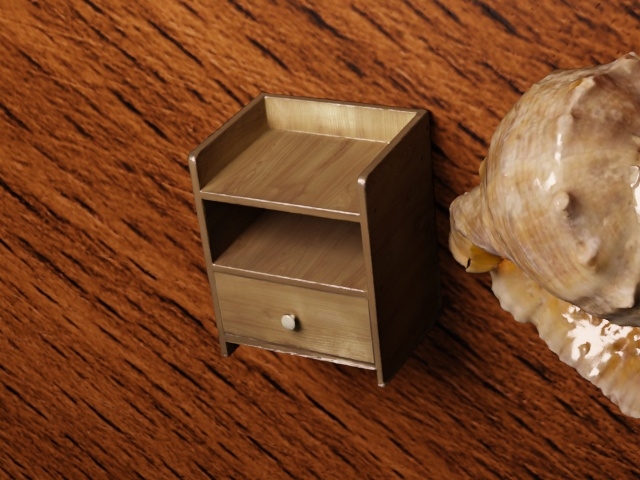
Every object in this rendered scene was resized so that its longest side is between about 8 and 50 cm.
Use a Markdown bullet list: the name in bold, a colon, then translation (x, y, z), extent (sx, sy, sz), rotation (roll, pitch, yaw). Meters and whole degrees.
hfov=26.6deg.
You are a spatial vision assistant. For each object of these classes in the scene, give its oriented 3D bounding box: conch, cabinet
- **conch**: translation (0.241, -0.003, 1.065), extent (0.210, 0.352, 0.297), rotation (-31, 98, -5)
- **cabinet**: translation (0.000, 0.000, 1.234), extent (0.175, 0.148, 0.215), rotation (9, 123, 26)
